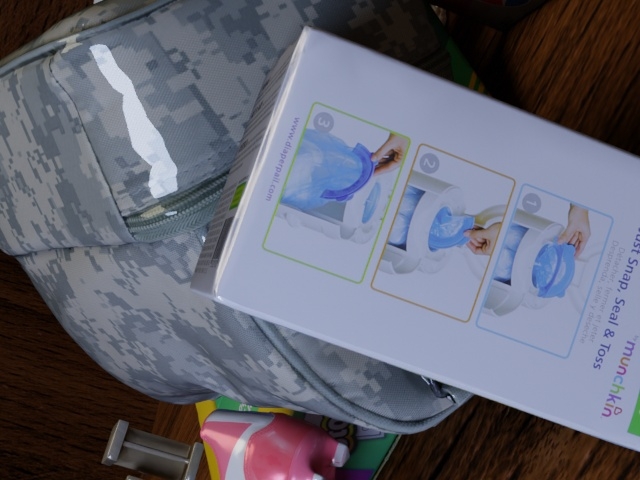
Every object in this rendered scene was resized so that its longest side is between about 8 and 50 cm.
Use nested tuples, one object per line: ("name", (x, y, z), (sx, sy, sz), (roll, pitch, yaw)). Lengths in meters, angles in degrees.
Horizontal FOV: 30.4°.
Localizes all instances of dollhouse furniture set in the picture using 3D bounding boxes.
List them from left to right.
("dollhouse furniture set", (-0.130, 0.267, 1.125), (0.129, 0.184, 0.129), (134, 154, -69))

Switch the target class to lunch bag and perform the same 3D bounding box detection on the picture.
("lunch bag", (-0.051, -0.017, 0.668), (0.213, 0.256, 0.305), (-30, 13, -29))

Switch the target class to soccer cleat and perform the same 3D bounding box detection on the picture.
("soccer cleat", (-0.037, 0.223, 0.782), (0.083, 0.095, 0.248), (-37, -43, -56))

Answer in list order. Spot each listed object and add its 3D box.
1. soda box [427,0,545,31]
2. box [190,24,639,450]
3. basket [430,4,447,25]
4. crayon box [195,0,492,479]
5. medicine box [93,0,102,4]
("soda box", (0.149, -0.232, 0.846), (0.263, 0.084, 0.092), (160, 130, -79))
("box", (0.063, 0.007, 0.469), (0.114, 0.203, 0.103), (175, 115, -80))
("basket", (0.070, -0.241, 1.269), (0.167, 0.103, 0.113), (-82, 14, -53))
("crayon box", (0.000, 0.000, 0.924), (0.362, 0.106, 0.313), (-65, 29, 31))
("medicine box", (-0.068, -0.179, 1.092), (0.149, 0.264, 0.289), (46, 134, 29))
